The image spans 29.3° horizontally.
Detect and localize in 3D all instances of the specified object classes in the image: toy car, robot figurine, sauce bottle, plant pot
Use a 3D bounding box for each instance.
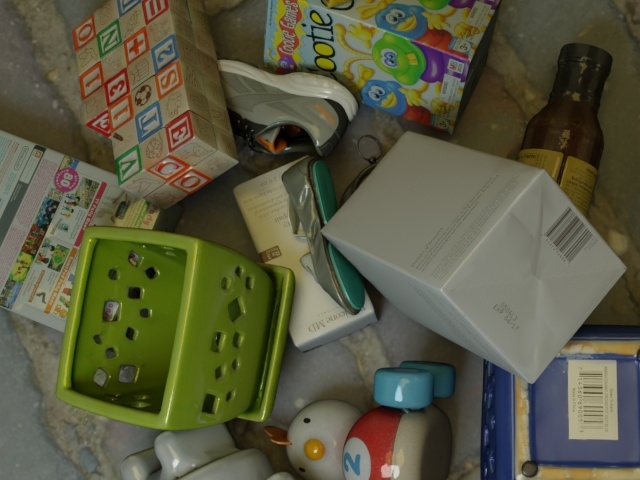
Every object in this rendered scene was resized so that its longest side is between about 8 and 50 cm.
[{"bbox_3d":[0.033,0.258,1.513,0.238,0.210,0.219,3,90,19],"label":"toy car"},{"bbox_3d":[-0.108,0.394,1.486,0.300,0.200,0.353,-38,74,36],"label":"robot figurine"},{"bbox_3d":[0.306,-0.086,1.589,0.111,0.111,0.344,17,80,9],"label":"sauce bottle"},{"bbox_3d":[-0.167,0.111,1.513,0.228,0.207,0.227,7,86,43],"label":"plant pot"},{"bbox_3d":[0.312,0.210,1.474,0.236,0.212,0.236,0,79,7],"label":"plant pot"}]

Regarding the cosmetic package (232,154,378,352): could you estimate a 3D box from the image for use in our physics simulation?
[{"bbox_3d":[-0.019,0.019,1.615,0.117,0.085,0.231,-24,76,1],"label":"cosmetic package"}]

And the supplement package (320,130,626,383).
[{"bbox_3d":[0.168,0.008,1.416,0.175,0.293,0.177,-50,118,-8],"label":"supplement package"}]

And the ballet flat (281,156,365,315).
[{"bbox_3d":[0.000,0.000,1.551,0.068,0.072,0.213,-22,75,28],"label":"ballet flat"}]

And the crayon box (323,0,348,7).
[{"bbox_3d":[0.062,-0.505,1.620,0.313,0.106,0.363,-23,61,-18],"label":"crayon box"}]

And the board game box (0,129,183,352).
[{"bbox_3d":[-0.373,-0.006,1.653,0.303,0.097,0.224,22,81,11],"label":"board game box"}]

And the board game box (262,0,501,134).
[{"bbox_3d":[0.079,-0.277,1.613,0.275,0.142,0.144,20,54,10],"label":"board game box"}]

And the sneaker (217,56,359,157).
[{"bbox_3d":[-0.089,-0.170,1.623,0.271,0.100,0.108,9,61,25],"label":"sneaker"}]

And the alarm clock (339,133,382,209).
[{"bbox_3d":[0.085,-0.052,1.612,0.129,0.064,0.192,-7,73,-26],"label":"alarm clock"}]

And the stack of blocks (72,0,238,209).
[{"bbox_3d":[-0.222,-0.193,1.603,0.171,0.087,0.297,-31,55,25],"label":"stack of blocks"}]
